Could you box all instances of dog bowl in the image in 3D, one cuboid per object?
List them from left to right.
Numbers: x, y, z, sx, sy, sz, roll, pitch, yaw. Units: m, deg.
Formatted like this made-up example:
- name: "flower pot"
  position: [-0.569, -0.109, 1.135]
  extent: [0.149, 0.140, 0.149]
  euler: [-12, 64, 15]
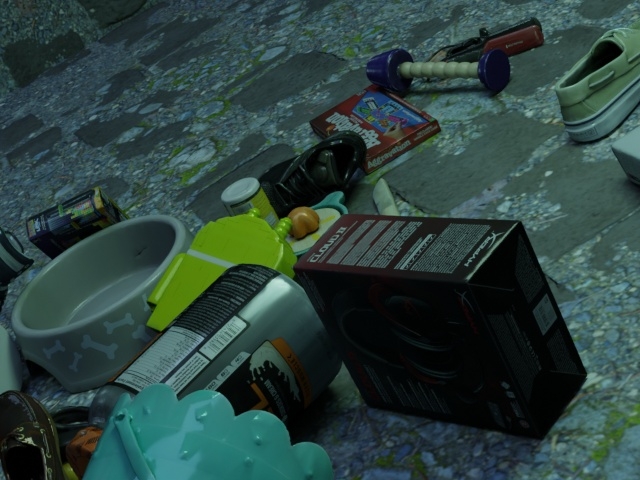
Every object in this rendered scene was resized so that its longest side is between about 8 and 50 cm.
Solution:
- name: "dog bowl"
  position: [-0.326, 0.086, 1.981]
  extent: [0.349, 0.102, 0.348]
  euler: [-22, 27, 12]

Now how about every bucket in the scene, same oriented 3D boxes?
- name: "bucket"
  position: [-0.118, 0.292, 1.225]
  extent: [0.281, 0.281, 0.183]
  euler: [-8, 41, 35]

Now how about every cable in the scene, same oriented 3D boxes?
- name: "cable"
  position: [-0.262, 0.264, 1.669]
  extent: [0.287, 0.072, 0.139]
  euler: [-12, 30, 8]

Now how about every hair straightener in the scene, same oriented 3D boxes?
- name: "hair straightener"
  position: [0.283, -0.337, 2.243]
  extent: [0.230, 0.047, 0.089]
  euler: [-23, 26, 20]

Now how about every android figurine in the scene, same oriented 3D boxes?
- name: "android figurine"
  position: [-0.133, 0.075, 1.754]
  extent: [0.248, 0.056, 0.272]
  euler: [15, 69, 39]

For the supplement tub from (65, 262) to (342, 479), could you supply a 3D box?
- name: "supplement tub"
  position: [-0.137, 0.189, 1.505]
  extent: [0.194, 0.193, 0.316]
  euler: [7, 43, 49]

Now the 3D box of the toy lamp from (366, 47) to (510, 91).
- name: "toy lamp"
  position: [0.193, -0.294, 2.182]
  extent: [0.275, 0.080, 0.080]
  euler: [5, 41, 45]

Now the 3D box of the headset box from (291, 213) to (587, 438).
- name: "headset box"
  position: [0.119, 0.088, 1.417]
  extent: [0.293, 0.218, 0.110]
  euler: [4, 40, 46]

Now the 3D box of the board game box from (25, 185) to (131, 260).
- name: "board game box"
  position: [-0.392, -0.008, 2.141]
  extent: [0.141, 0.170, 0.048]
  euler: [-25, 58, 8]

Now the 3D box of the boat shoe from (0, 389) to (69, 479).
- name: "boat shoe"
  position: [-0.369, 0.270, 1.605]
  extent: [0.073, 0.073, 0.207]
  euler: [-37, 59, 6]

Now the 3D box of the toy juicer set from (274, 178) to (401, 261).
- name: "toy juicer set"
  position: [0.000, 0.000, 1.838]
  extent: [0.329, 0.089, 0.209]
  euler: [-34, 26, -14]

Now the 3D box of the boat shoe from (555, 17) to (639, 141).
- name: "boat shoe"
  position: [0.447, -0.264, 1.882]
  extent: [0.109, 0.094, 0.302]
  euler: [-1, 37, 43]

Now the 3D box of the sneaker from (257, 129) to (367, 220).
- name: "sneaker"
  position: [-0.030, -0.094, 1.994]
  extent: [0.228, 0.087, 0.130]
  euler: [-31, 4, 7]

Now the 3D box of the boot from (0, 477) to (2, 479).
- name: "boot"
  position: [-0.428, 0.369, 1.566]
  extent: [0.123, 0.095, 0.258]
  euler: [-28, 26, -16]

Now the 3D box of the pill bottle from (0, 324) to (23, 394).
- name: "pill bottle"
  position: [-0.612, 0.220, 1.940]
  extent: [0.283, 0.161, 0.161]
  euler: [-19, 27, 18]

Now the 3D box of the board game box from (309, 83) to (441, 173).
- name: "board game box"
  position: [0.088, -0.198, 2.184]
  extent: [0.145, 0.027, 0.281]
  euler: [-32, 26, -7]

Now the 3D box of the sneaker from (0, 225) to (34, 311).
- name: "sneaker"
  position: [-0.531, 0.082, 2.030]
  extent: [0.153, 0.282, 0.099]
  euler: [-36, 60, -23]

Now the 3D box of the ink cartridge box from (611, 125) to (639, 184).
- name: "ink cartridge box"
  position: [0.546, -0.154, 1.520]
  extent: [0.324, 0.071, 0.330]
  euler: [-32, 14, 2]

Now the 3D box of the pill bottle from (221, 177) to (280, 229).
- name: "pill bottle"
  position: [-0.101, -0.034, 1.964]
  extent: [0.065, 0.116, 0.065]
  euler: [-22, 27, 11]
